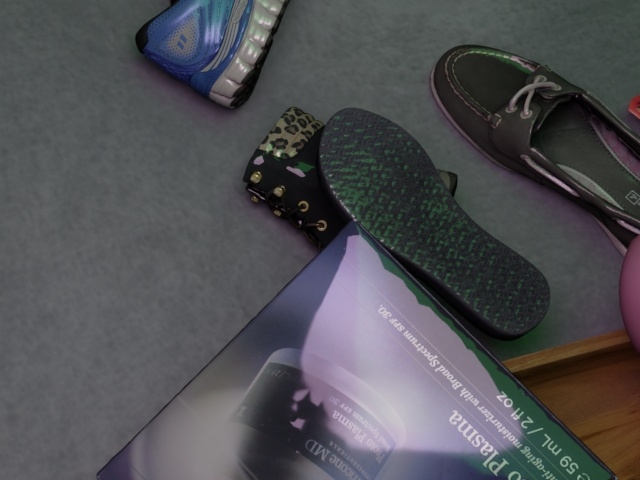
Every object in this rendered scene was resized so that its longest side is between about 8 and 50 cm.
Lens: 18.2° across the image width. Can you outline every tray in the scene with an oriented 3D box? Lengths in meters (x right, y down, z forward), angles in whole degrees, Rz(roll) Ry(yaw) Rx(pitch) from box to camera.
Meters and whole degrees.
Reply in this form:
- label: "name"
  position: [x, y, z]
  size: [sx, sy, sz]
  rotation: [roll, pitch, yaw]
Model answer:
- label: "tray"
  position: [0.357, 0.167, 1.791]
  size: [0.411, 0.076, 0.203]
  rotation: [-14, 69, -16]

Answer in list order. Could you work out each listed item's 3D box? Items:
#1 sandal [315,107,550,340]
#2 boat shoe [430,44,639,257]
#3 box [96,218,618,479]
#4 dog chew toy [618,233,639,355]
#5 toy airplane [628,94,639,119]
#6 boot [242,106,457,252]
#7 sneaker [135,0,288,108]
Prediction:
- label: "sandal"
  position: [0.087, -0.006, 1.742]
  size: [0.254, 0.054, 0.097]
  rotation: [46, 69, 1]
- label: "boat shoe"
  position: [0.252, -0.086, 1.872]
  size: [0.335, 0.095, 0.112]
  rotation: [40, 65, 8]
- label: "box"
  position: [0.033, 0.196, 1.604]
  size: [0.296, 0.183, 0.294]
  rotation: [44, 88, 10]
- label: "dog chew toy"
  position: [0.401, 0.107, 1.685]
  size: [0.206, 0.206, 0.332]
  rotation: [-31, 83, -22]
- label: "toy airplane"
  position: [0.371, -0.113, 1.946]
  size: [0.151, 0.028, 0.151]
  rotation: [5, 65, -11]
- label: "boot"
  position: [0.000, 0.000, 1.795]
  size: [0.178, 0.085, 0.236]
  rotation: [28, 64, 7]
- label: "sneaker"
  position: [-0.079, -0.292, 1.884]
  size: [0.147, 0.130, 0.330]
  rotation: [23, 64, -3]
